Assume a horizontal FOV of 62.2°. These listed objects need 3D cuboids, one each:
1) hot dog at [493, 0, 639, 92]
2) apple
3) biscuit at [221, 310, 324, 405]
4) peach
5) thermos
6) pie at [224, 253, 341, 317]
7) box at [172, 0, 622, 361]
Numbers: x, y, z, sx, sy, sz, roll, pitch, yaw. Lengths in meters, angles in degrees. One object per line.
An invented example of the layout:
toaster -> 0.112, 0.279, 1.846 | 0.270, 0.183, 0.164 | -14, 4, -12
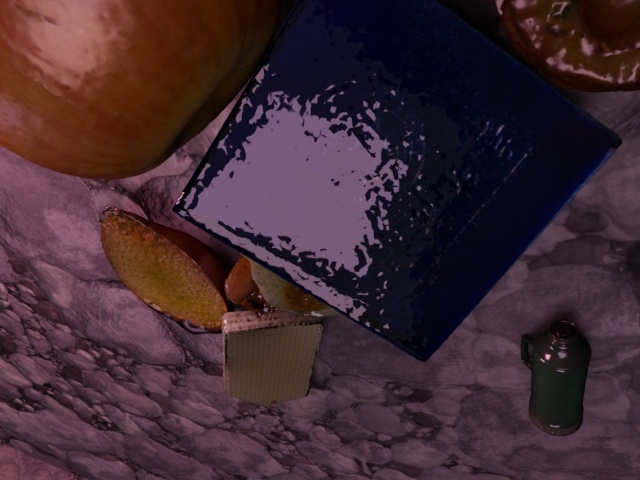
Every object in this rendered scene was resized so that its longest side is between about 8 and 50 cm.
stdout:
hot dog -> 0.213, -0.226, 0.338 | 0.196, 0.122, 0.272 | 4, 134, 21
apple -> -0.167, -0.189, 0.414 | 0.233, 0.286, 0.286 | 42, 132, -10
biscuit -> -0.081, 0.191, 0.854 | 0.151, 0.052, 0.252 | -5, 138, -13
peach -> -0.220, 0.036, 0.779 | 0.189, 0.068, 0.279 | 1, 135, 22
thermos -> 0.322, 0.178, 0.720 | 0.073, 0.083, 0.187 | -13, 128, 3
pie -> 0.009, -0.001, 0.652 | 0.258, 0.105, 0.274 | 4, 136, -3
box -> 0.059, -0.068, 0.482 | 0.279, 0.116, 0.261 | 32, 108, -12
